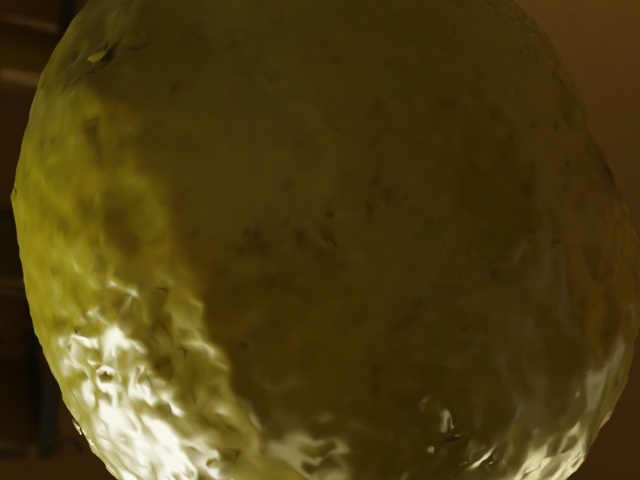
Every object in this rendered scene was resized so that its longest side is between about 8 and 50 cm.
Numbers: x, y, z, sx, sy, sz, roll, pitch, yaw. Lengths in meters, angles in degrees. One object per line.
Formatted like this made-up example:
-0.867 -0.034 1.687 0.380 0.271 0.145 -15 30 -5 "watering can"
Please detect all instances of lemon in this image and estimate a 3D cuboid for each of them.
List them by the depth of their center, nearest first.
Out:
0.000 0.000 0.580 0.268 0.322 0.268 -21 175 -2 "lemon"
